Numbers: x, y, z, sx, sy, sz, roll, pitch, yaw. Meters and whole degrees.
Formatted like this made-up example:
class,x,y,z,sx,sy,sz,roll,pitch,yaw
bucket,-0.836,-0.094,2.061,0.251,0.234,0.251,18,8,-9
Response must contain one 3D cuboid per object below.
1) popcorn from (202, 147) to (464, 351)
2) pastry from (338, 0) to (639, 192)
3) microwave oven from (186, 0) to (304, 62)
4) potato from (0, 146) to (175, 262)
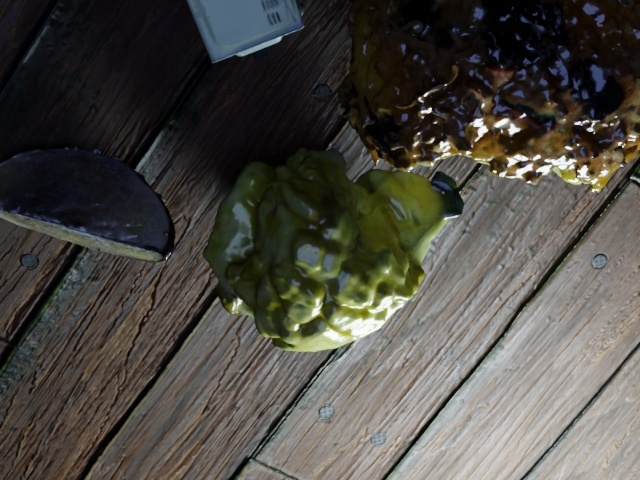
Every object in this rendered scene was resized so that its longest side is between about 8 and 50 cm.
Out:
class,x,y,z,sx,sy,sz,roll,pitch,yaw
popcorn,-0.006,0.003,1.651,0.293,0.293,0.237,37,146,-23
pastry,0.233,-0.235,1.550,0.405,0.292,0.337,6,104,-2
microwave oven,-0.104,-0.319,1.493,0.123,0.208,0.162,-22,117,1
potato,-0.307,-0.050,1.673,0.261,0.100,0.120,16,73,-1
